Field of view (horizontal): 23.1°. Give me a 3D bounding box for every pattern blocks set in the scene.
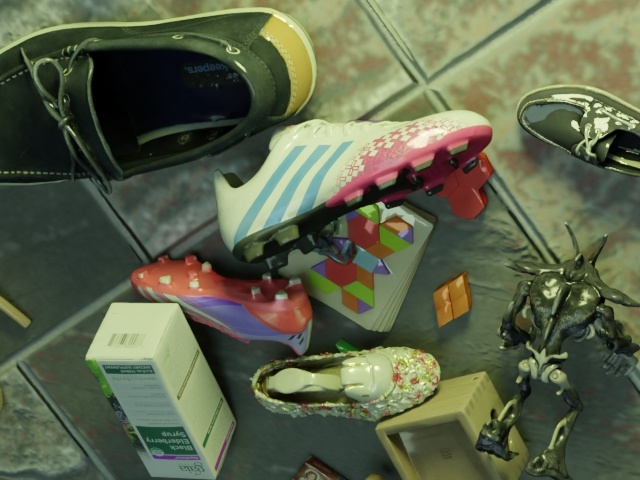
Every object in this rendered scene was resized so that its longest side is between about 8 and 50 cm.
[{"bbox_3d":[0.047,0.012,1.848,0.285,0.026,0.324,18,118,12],"label":"pattern blocks set"}]

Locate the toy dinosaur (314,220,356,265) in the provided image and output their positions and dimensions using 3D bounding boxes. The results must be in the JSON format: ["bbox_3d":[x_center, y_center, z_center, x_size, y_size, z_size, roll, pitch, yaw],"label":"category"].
[{"bbox_3d":[0.000,0.000,1.834,0.082,0.047,0.090,47,153,-13],"label":"toy dinosaur"}]

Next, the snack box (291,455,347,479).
[{"bbox_3d":[0.042,0.348,1.997,0.178,0.022,0.064,34,121,3],"label":"snack box"}]

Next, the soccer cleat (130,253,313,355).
[{"bbox_3d":[-0.122,0.079,1.895,0.248,0.083,0.095,7,119,26],"label":"soccer cleat"}]

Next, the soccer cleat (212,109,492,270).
[{"bbox_3d":[0.023,-0.091,1.740,0.331,0.116,0.143,-26,71,15],"label":"soccer cleat"}]

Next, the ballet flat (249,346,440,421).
[{"bbox_3d":[0.022,0.171,1.863,0.241,0.077,0.091,-11,72,27],"label":"ballet flat"}]

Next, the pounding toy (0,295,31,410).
[{"bbox_3d":[-0.471,0.151,2.022,0.155,0.154,0.269,-2,112,21],"label":"pounding toy"}]

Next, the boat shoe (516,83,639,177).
[{"bbox_3d":[0.305,-0.113,1.678,0.206,0.065,0.075,18,117,12],"label":"boat shoe"}]

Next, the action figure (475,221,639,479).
[{"bbox_3d":[0.265,0.122,1.759,0.164,0.141,0.275,19,91,20],"label":"action figure"}]

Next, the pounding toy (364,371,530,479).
[{"bbox_3d":[0.141,0.269,1.893,0.206,0.094,0.181,-17,111,35],"label":"pounding toy"}]

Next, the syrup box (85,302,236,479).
[{"bbox_3d":[-0.191,0.188,1.926,0.093,0.096,0.237,-1,134,22],"label":"syrup box"}]

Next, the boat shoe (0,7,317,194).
[{"bbox_3d":[-0.249,-0.156,1.812,0.500,0.156,0.186,-8,111,24],"label":"boat shoe"}]
